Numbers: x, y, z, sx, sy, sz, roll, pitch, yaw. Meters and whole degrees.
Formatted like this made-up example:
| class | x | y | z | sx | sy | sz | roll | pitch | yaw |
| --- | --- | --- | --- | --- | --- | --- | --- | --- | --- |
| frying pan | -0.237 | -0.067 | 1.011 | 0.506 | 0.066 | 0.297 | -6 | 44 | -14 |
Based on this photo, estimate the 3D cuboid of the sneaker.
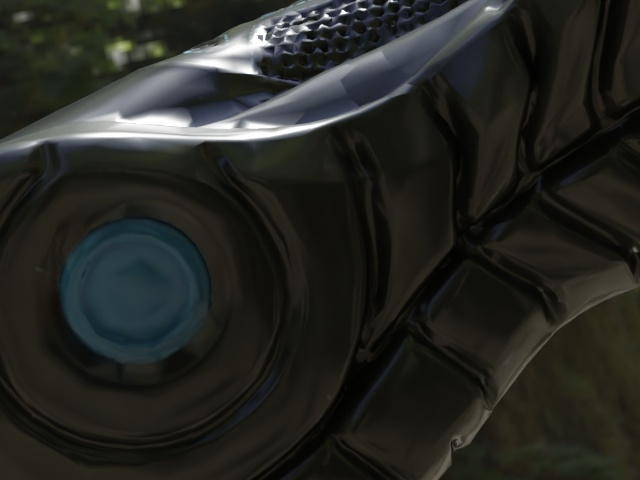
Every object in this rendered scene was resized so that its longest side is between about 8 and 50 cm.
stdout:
| class | x | y | z | sx | sy | sz | roll | pitch | yaw |
| --- | --- | --- | --- | --- | --- | --- | --- | --- | --- |
| sneaker | 0.000 | 0.000 | 0.512 | 0.340 | 0.125 | 0.139 | -24 | 12 | -8 |
